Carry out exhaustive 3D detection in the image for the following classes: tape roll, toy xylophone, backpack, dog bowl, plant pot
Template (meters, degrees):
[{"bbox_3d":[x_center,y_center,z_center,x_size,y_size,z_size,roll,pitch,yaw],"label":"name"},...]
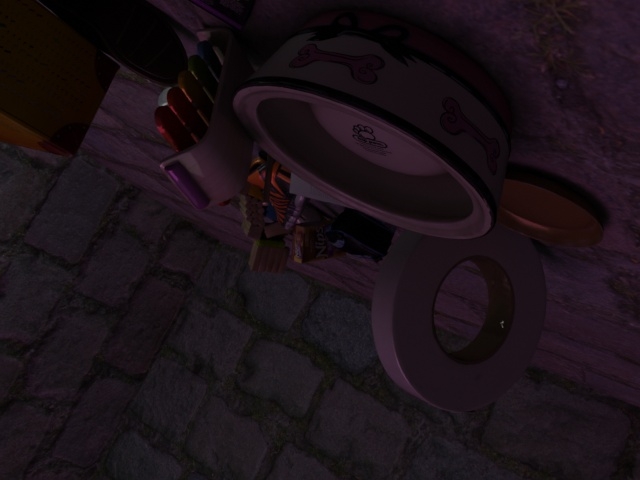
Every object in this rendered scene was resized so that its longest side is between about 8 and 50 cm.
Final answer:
[{"bbox_3d":[0.275,0.131,1.175,0.392,0.392,0.072,32,169,-27],"label":"tape roll"},{"bbox_3d":[-0.151,-0.185,0.986,0.081,0.323,0.236,-9,135,19],"label":"toy xylophone"},{"bbox_3d":[0.098,-0.020,1.641,0.158,0.117,0.173,29,169,-15],"label":"backpack"},{"bbox_3d":[0.086,-0.161,0.882,0.407,0.150,0.408,27,170,5],"label":"dog bowl"},{"bbox_3d":[0.361,-0.057,1.032,0.236,0.032,0.236,26,169,5],"label":"plant pot"}]

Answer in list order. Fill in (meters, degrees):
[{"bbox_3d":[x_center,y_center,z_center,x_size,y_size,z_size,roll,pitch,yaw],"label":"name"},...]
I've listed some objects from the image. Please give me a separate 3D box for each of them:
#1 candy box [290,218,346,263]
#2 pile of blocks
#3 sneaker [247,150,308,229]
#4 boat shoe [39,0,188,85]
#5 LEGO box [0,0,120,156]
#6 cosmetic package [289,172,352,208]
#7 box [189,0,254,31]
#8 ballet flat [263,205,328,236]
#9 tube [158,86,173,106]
[{"bbox_3d":[0.000,0.000,1.787,0.186,0.109,0.053,-8,-162,-43],"label":"candy box"},{"bbox_3d":[-0.176,-0.075,1.823,0.113,0.148,0.362,-131,28,-60],"label":"pile of blocks"},{"bbox_3d":[-0.112,-0.145,1.612,0.180,0.125,0.321,31,159,0],"label":"sneaker"},{"bbox_3d":[-0.363,-0.383,1.077,0.307,0.111,0.104,39,172,-13],"label":"boat shoe"},{"bbox_3d":[-0.645,-0.348,0.966,0.372,0.193,0.500,15,167,35],"label":"LEGO box"},{"bbox_3d":[0.054,-0.117,1.254,0.117,0.086,0.231,-3,-167,-42],"label":"cosmetic package"},{"bbox_3d":[-0.141,-0.354,0.835,0.116,0.029,0.162,29,171,-13],"label":"box"},{"bbox_3d":[-0.092,-0.083,1.873,0.315,0.108,0.106,25,156,9],"label":"ballet flat"},{"bbox_3d":[-0.298,-0.298,1.484,0.080,0.052,0.207,31,-179,40],"label":"tube"}]
